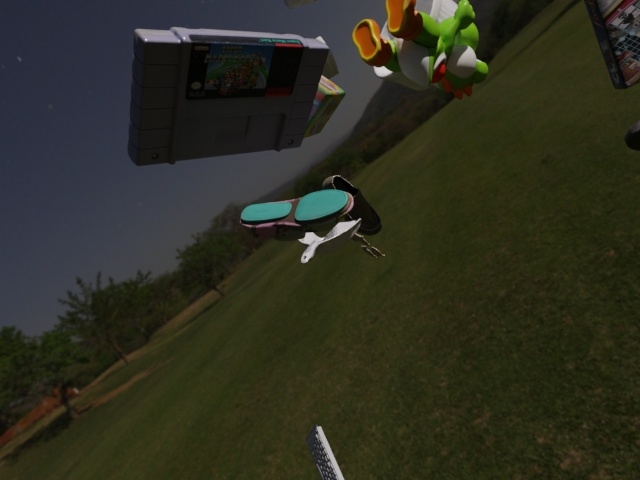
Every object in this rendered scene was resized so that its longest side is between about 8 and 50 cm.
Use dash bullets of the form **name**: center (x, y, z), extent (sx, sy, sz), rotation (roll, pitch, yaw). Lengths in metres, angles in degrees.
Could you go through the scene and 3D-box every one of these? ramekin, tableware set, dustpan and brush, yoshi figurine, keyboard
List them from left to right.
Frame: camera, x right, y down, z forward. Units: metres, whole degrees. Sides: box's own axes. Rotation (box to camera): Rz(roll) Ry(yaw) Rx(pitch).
- **dustpan and brush**: center (0.000, 0.000, 1.100), extent (0.147, 0.060, 0.211), rotation (-7, 35, 23)
- **keyboard**: center (0.033, 0.463, 0.900), extent (0.014, 0.256, 0.072), rotation (-3, -43, -33)
- **tableware set**: center (0.177, 0.017, 1.969), extent (0.020, 0.169, 0.141), rotation (-51, 23, -9)
- **ramekin**: center (0.280, -0.561, 1.407), extent (0.277, 0.135, 0.277), rotation (-46, 34, 44)
- **yoshi figurine**: center (0.249, -0.458, 1.144), extent (0.362, 0.203, 0.203), rotation (5, -66, -41)

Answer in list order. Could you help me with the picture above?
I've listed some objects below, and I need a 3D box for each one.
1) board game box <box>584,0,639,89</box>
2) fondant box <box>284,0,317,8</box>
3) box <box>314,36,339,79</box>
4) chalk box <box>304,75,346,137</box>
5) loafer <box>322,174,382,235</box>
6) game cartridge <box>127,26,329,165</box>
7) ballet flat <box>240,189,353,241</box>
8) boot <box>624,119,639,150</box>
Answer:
- **board game box**: center (0.506, -0.334, 0.678), extent (0.243, 0.165, 0.042), rotation (-22, 9, 14)
- **fondant box**: center (0.024, -0.874, 1.513), extent (0.330, 0.238, 0.096), rotation (-16, 33, -2)
- **box**: center (-0.004, -0.614, 1.713), extent (0.087, 0.102, 0.101), rotation (-31, -29, 2)
- **chalk box**: center (-0.048, -0.335, 1.197), extent (0.132, 0.132, 0.213), rotation (-53, -2, 23)
- **loafer**: center (0.104, -0.118, 1.641), extent (0.094, 0.251, 0.087), rotation (-45, -4, -16)
- **game cartridge**: center (-0.156, -0.255, 0.892), extent (0.355, 0.068, 0.230), rotation (-15, -36, -37)
- **ballet flat**: center (-0.033, -0.034, 0.850), extent (0.222, 0.079, 0.076), rotation (-7, 46, 28)
- **boot**: center (0.654, -0.310, 0.933), extent (0.263, 0.091, 0.229), rotation (-33, 48, 23)
